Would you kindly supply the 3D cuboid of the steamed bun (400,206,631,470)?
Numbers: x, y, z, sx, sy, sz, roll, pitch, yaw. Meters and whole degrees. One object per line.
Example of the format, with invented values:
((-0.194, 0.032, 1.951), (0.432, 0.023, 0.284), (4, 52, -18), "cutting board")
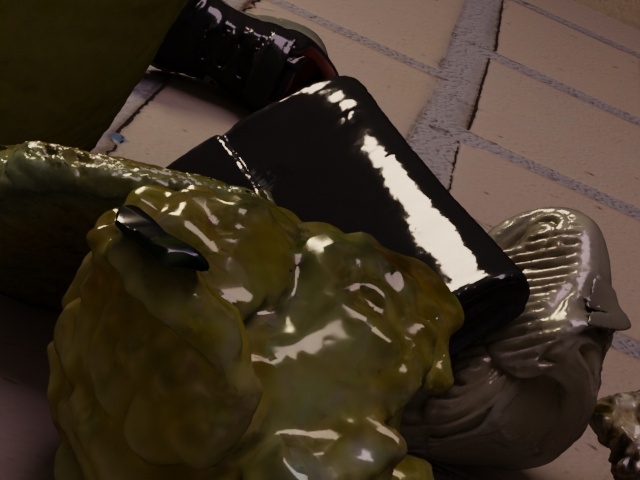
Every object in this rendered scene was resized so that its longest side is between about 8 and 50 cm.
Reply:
((0.157, 0.097, 1.566), (0.144, 0.211, 0.218), (51, 30, -33), "steamed bun")

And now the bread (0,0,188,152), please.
((-0.294, -0.228, 1.685), (0.348, 0.308, 0.348), (25, 23, -12), "bread")

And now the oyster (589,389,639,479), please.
((0.364, 0.221, 1.637), (0.354, 0.107, 0.201), (33, 38, -12), "oyster")

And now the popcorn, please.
((-0.047, 0.097, 1.235), (0.293, 0.237, 0.293), (21, 15, -6), "popcorn")

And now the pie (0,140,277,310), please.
((-0.143, -0.007, 1.422), (0.277, 0.277, 0.079), (15, 64, -24), "pie")

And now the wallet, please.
((0.000, -0.001, 1.624), (0.062, 0.228, 0.406), (64, -5, -32), "wallet")

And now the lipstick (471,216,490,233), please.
((0.080, -0.034, 1.980), (0.254, 0.070, 0.070), (38, 23, 34), "lipstick")

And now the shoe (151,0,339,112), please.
((-0.088, -0.200, 2.164), (0.291, 0.114, 0.137), (16, 21, -38), "shoe")
